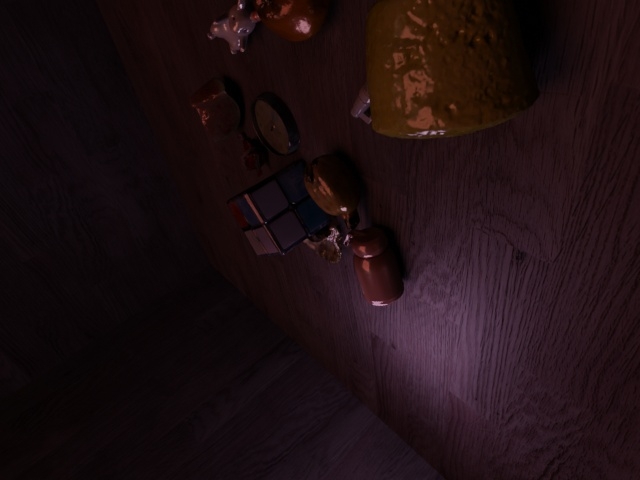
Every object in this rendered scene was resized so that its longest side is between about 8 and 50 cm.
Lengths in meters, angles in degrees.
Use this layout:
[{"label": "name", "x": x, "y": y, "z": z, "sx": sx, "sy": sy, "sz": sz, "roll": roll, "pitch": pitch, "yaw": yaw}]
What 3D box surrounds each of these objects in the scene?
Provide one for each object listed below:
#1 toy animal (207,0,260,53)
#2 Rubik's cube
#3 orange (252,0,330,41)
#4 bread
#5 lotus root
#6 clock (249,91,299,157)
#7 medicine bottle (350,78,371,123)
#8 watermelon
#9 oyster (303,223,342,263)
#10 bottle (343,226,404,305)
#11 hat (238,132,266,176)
[{"label": "toy animal", "x": -0.297, "y": -0.774, "z": 1.543, "sx": 0.140, "sy": 0.138, "sz": 0.282, "roll": 32, "pitch": 172, "yaw": -32}, {"label": "Rubik's cube", "x": -0.186, "y": -0.135, "z": 1.936, "sx": 0.316, "sy": 0.318, "sz": 0.313, "roll": 61, "pitch": 155, "yaw": -10}, {"label": "orange", "x": -0.092, "y": -0.693, "z": 1.244, "sx": 0.249, "sy": 0.183, "sz": 0.249, "roll": 41, "pitch": 150, "yaw": 30}, {"label": "bread", "x": 0.256, "y": -0.375, "z": 0.885, "sx": 0.348, "sy": 0.348, "sz": 0.308, "roll": 20, "pitch": 132, "yaw": 50}, {"label": "lotus root", "x": 0.062, "y": -0.179, "z": 1.631, "sx": 0.310, "sy": 0.183, "sz": 0.182, "roll": 56, "pitch": 155, "yaw": -12}, {"label": "clock", "x": -0.198, "y": -0.485, "z": 1.832, "sx": 0.280, "sy": 0.055, "sz": 0.281, "roll": 40, "pitch": 152, "yaw": 27}, {"label": "medicine bottle", "x": 0.160, "y": -0.431, "z": 1.285, "sx": 0.092, "sy": 0.061, "sz": 0.220, "roll": 36, "pitch": 156, "yaw": -6}, {"label": "watermelon", "x": -0.498, "y": -0.617, "z": 2.021, "sx": 0.318, "sy": 0.226, "sz": 0.148, "roll": 121, "pitch": 139, "yaw": -51}, {"label": "oyster", "x": 0.023, "y": 0.016, "z": 2.040, "sx": 0.204, "sy": 0.111, "sz": 0.396, "roll": 44, "pitch": 158, "yaw": -19}, {"label": "bottle", "x": 0.204, "y": 0.093, "z": 1.703, "sx": 0.206, "sy": 0.173, "sz": 0.297, "roll": 13, "pitch": 133, "yaw": 45}, {"label": "hat", "x": -0.344, "y": -0.441, "z": 2.111, "sx": 0.227, "sy": 0.128, "sz": 0.140, "roll": 61, "pitch": -175, "yaw": 30}]
